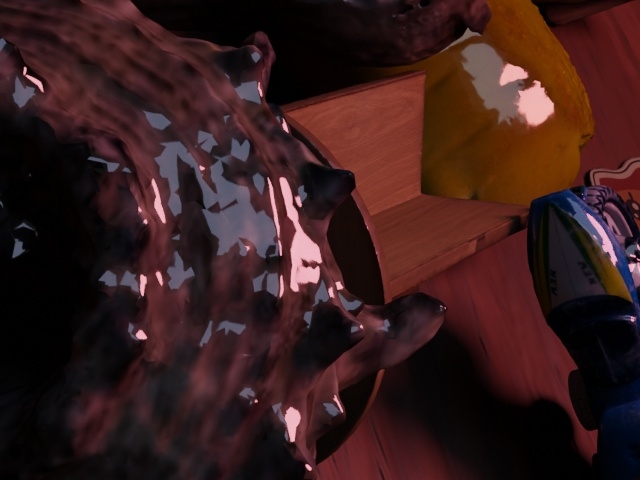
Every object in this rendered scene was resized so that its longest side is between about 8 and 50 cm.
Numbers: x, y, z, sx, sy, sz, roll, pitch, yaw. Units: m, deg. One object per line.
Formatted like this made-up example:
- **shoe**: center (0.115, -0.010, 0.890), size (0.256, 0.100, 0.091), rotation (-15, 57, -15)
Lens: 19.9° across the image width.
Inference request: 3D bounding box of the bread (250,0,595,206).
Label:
- **bread**: center (0.016, -0.169, 1.026), size (0.383, 0.112, 0.166), rotation (53, 37, 11)

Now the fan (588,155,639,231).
- **fan**: center (0.204, 0.008, 1.126), size (0.132, 0.009, 0.220), rotation (51, 35, 13)

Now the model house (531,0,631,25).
- **model house**: center (0.141, -0.229, 1.200), size (0.188, 0.122, 0.229), rotation (-5, 56, -49)

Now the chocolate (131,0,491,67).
- **chocolate**: center (-0.036, -0.147, 0.901), size (0.248, 0.110, 0.110), rotation (10, 41, 2)

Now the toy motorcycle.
- **toy motorcycle**: center (0.162, 0.092, 0.901), size (0.135, 0.092, 0.254), rotation (-27, 99, -66)

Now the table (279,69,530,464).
- **table**: center (0.000, 0.000, 0.830), size (0.167, 0.167, 0.226), rotation (51, 28, 8)

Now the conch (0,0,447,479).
- **conch**: center (-0.118, 0.023, 0.643), size (0.313, 0.241, 0.186), rotation (19, 9, -7)
